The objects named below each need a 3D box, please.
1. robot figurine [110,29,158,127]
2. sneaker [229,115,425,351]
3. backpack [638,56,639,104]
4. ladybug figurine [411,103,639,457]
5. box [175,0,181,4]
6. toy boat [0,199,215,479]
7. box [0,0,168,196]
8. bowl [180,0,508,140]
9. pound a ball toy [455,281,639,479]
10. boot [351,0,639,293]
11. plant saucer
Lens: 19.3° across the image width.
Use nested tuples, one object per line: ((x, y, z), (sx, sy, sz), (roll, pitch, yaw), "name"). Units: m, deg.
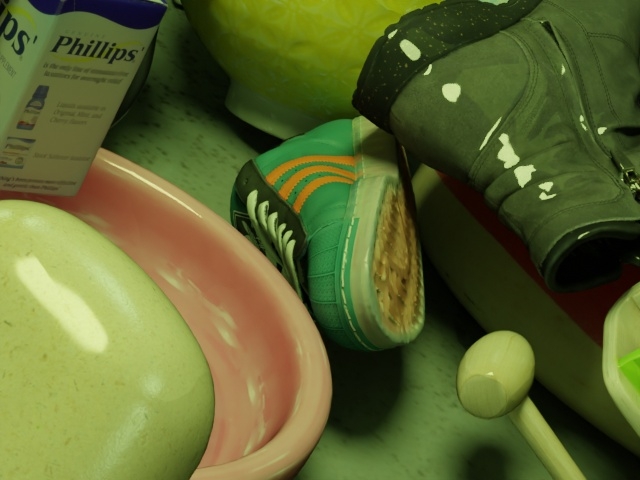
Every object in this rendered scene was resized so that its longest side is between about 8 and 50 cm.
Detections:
((-0.194, -0.172, 1.292), (0.209, 0.173, 0.278), (21, 28, -12), "robot figurine")
((0.000, 0.000, 1.241), (0.121, 0.108, 0.302), (-13, 18, 8), "sneaker")
((0.302, -0.153, 1.638), (0.276, 0.213, 0.263), (40, 58, 12), "backpack")
((0.262, 0.029, 1.380), (0.449, 0.162, 0.305), (37, 29, 16), "ladybug figurine")
((-0.071, -0.316, 1.704), (0.148, 0.121, 0.311), (15, 31, -26), "box")
((-0.134, 0.154, 0.808), (0.267, 0.148, 0.318), (-37, 71, -13), "toy boat")
((-0.168, -0.116, 1.081), (0.072, 0.137, 0.126), (4, 35, -42), "box")
((0.006, -0.156, 1.441), (0.289, 0.156, 0.289), (20, 13, -5), "bowl")
((0.259, 0.130, 1.186), (0.319, 0.208, 0.136), (50, 25, -14), "pound a ball toy")
((0.203, -0.087, 1.282), (0.338, 0.118, 0.223), (-30, 62, -33), "boot")
((-0.158, 0.052, 1.045), (0.332, 0.084, 0.332), (21, 28, -12), "plant saucer")
